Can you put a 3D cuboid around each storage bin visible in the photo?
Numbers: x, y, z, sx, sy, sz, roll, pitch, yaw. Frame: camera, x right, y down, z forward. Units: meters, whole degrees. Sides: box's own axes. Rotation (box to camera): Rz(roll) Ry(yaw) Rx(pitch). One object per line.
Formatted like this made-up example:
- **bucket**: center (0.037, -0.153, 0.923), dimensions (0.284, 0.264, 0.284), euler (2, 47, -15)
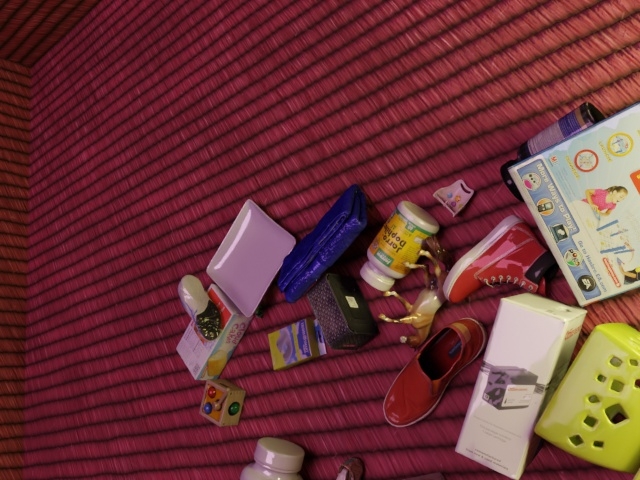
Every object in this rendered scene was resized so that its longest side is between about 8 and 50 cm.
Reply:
- **storage bin**: center (0.056, 0.183, 1.693), dimensions (0.084, 0.122, 0.180), euler (-42, 56, 30)

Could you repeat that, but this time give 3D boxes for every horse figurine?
- **horse figurine**: center (0.239, 0.123, 1.530), dimensions (0.263, 0.174, 0.066), euler (-60, 30, -1)

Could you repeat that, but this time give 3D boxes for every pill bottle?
- **pill bottle**: center (0.488, -0.175, 1.358), dimensions (0.219, 0.122, 0.123), euler (-36, 59, 34)
- **pill bottle**: center (0.187, 0.018, 1.606), dimensions (0.117, 0.117, 0.208), euler (49, 115, 37)
- **pill bottle**: center (-0.141, 0.697, 1.738), dimensions (0.176, 0.176, 0.319), euler (14, 90, 44)

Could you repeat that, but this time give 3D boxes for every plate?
- **plate**: center (-0.206, 0.053, 2.000), dimensions (0.278, 0.045, 0.277), euler (40, 101, 41)

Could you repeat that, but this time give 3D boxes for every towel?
- **towel**: center (0.000, 0.000, 1.741), dimensions (0.308, 0.076, 0.228), euler (-48, 18, 23)

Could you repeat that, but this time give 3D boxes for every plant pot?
- **plant pot**: center (0.547, 0.292, 1.153), dimensions (0.207, 0.227, 0.228), euler (33, 105, 35)

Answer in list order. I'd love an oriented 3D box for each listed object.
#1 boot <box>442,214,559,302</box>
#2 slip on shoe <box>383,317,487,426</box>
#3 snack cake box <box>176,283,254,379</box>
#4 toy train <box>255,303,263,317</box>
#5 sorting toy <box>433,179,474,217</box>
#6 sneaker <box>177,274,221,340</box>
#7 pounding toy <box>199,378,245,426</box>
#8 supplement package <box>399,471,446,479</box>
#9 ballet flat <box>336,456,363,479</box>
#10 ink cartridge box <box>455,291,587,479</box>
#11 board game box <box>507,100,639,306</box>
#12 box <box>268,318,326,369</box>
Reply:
- **boot**: center (0.392, 0.088, 1.427), dimensions (0.244, 0.088, 0.176), euler (-48, 55, 21)
- **slip on shoe**: center (0.245, 0.304, 1.510), dimensions (0.331, 0.101, 0.123), euler (-53, 53, 24)
- **snack cake box**: center (-0.334, 0.289, 2.061), dimensions (0.152, 0.089, 0.264), euler (46, 113, 40)
- **toy train**: center (-0.191, 0.195, 1.989), dimensions (0.017, 0.023, 0.083), euler (-27, 64, 36)
- **sorting toy**: center (0.324, -0.103, 1.557), dimensions (0.075, 0.045, 0.083), euler (-49, 52, 16)
- **sneaker**: center (-0.367, 0.212, 2.000), dimensions (0.237, 0.085, 0.086), euler (58, 146, 31)
- **pounding toy**: center (-0.295, 0.483, 1.978), dimensions (0.141, 0.100, 0.130), euler (15, 93, 44)
- **supplement package**: center (0.178, 0.643, 1.393), dimensions (0.198, 0.262, 0.199), euler (-51, 52, 23)
- **ballet flat**: center (0.054, 0.644, 1.644), dimensions (0.073, 0.067, 0.206), euler (8, 88, 43)
- **ink cartridge box**: center (0.390, 0.266, 1.270), dimensions (0.129, 0.223, 0.308), euler (19, 99, 29)
- **board game box**: center (0.559, -0.073, 1.215), dimensions (0.302, 0.086, 0.308), euler (-28, 90, 36)
- **box**: center (-0.068, 0.291, 1.844), dimensions (0.178, 0.042, 0.109), euler (-28, 64, 37)
